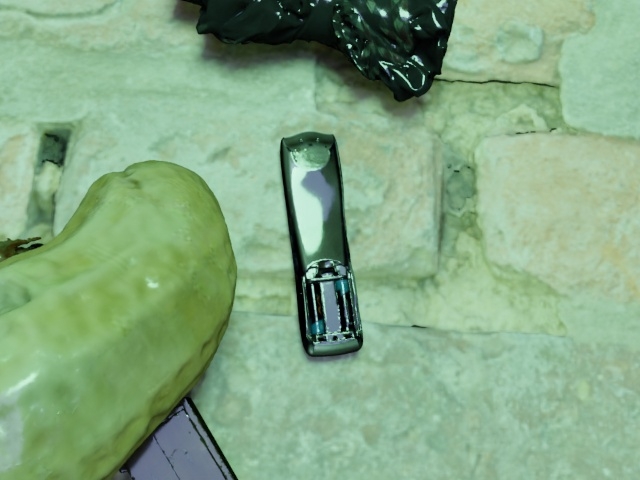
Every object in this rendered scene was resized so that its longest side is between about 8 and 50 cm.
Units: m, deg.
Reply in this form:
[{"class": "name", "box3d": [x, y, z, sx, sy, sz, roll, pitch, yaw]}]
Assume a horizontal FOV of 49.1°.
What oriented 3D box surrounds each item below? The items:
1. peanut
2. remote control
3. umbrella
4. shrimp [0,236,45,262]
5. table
[{"class": "peanut", "box3d": [-0.170, 0.073, 0.527, 0.174, 0.158, 0.340, 21, 44, 26]}, {"class": "remote control", "box3d": [0.000, 0.000, 0.648, 0.059, 0.028, 0.212, -7, 78, -6]}, {"class": "umbrella", "box3d": [-0.010, -0.219, 0.664, 0.272, 0.110, 0.122, 15, 76, 2]}, {"class": "shrimp", "box3d": [-0.310, 0.066, 0.566, 0.267, 0.145, 0.061, -28, 37, -33]}, {"class": "table", "box3d": [-0.122, 0.186, 0.570, 0.082, 0.070, 0.083, -32, 83, -12]}]
